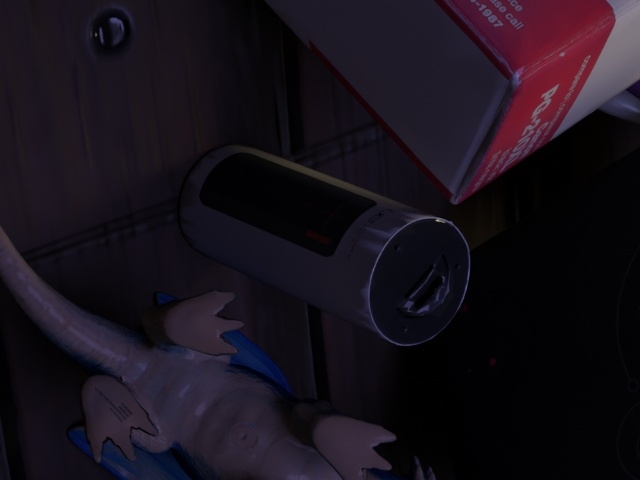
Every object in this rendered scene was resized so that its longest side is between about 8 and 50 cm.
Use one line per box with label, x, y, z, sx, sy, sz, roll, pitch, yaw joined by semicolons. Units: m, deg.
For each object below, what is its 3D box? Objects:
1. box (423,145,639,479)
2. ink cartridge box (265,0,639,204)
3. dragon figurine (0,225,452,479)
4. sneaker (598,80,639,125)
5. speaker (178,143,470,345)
box;0.195;0.046;0.873;0.143;0.270;0.165;17;49;-42
ink cartridge box;0.096;-0.153;0.798;0.237;0.172;0.100;-34;163;-27
dragon figurine;-0.052;0.073;0.815;0.289;0.144;0.085;34;80;-5
sneaker;0.194;-0.095;0.951;0.305;0.152;0.114;13;85;-18
speaker;0.000;0.000;0.805;0.055;0.136;0.055;-14;114;-35
